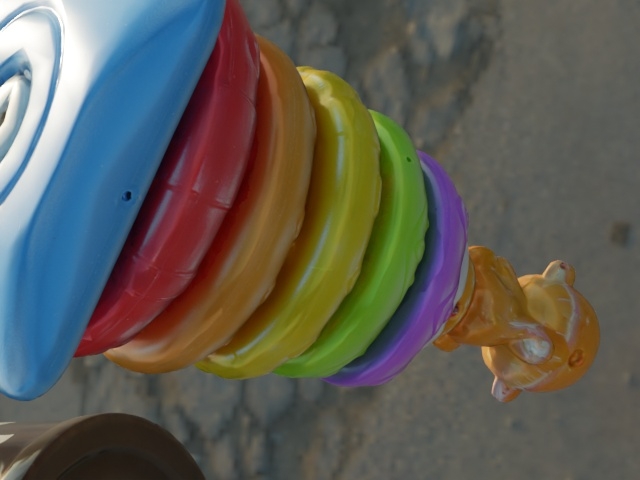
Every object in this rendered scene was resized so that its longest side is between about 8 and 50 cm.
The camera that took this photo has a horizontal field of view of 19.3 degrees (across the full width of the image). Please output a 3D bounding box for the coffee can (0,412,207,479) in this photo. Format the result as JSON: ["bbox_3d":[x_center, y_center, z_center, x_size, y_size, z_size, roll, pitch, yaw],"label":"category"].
[{"bbox_3d":[-0.209,0.190,0.928,0.275,0.201,0.201,-5,77,29],"label":"coffee can"}]

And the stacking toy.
[{"bbox_3d":[0.000,0.000,0.771,0.166,0.302,0.175,33,101,58],"label":"stacking toy"}]
